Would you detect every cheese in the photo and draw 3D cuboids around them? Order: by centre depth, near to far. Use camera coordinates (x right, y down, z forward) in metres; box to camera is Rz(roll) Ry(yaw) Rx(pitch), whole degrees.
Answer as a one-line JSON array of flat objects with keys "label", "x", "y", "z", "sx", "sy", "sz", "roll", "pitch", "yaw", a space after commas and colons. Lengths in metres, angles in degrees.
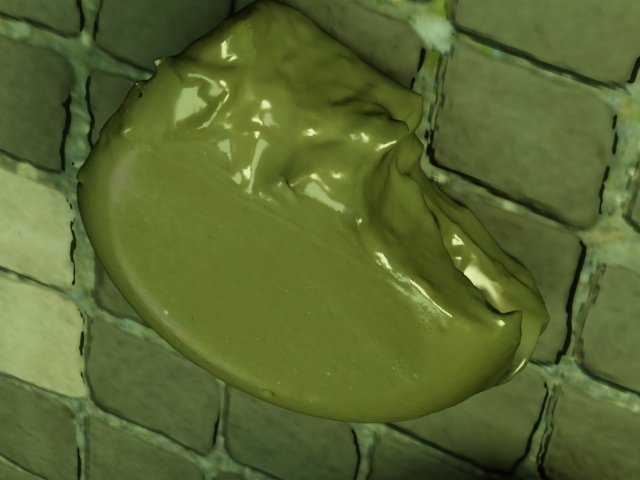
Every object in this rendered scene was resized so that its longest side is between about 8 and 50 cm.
[{"label": "cheese", "x": 0.000, "y": 0.000, "z": 0.734, "sx": 0.202, "sy": 0.091, "sz": 0.175, "roll": 35, "pitch": 137, "yaw": -4}]
